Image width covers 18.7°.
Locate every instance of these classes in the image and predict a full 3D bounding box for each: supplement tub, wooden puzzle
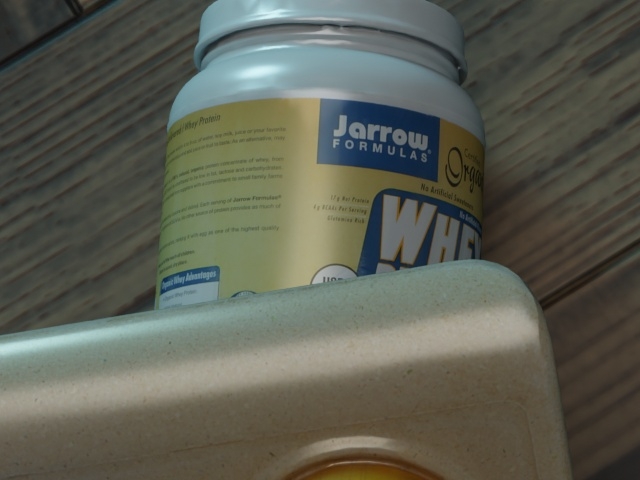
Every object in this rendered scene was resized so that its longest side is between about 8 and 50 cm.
[{"bbox_3d":[0.000,0.000,0.866,0.144,0.144,0.200,1,76,8],"label":"supplement tub"},{"bbox_3d":[-0.045,0.202,0.778,0.322,0.080,0.348,-9,108,5],"label":"wooden puzzle"}]
